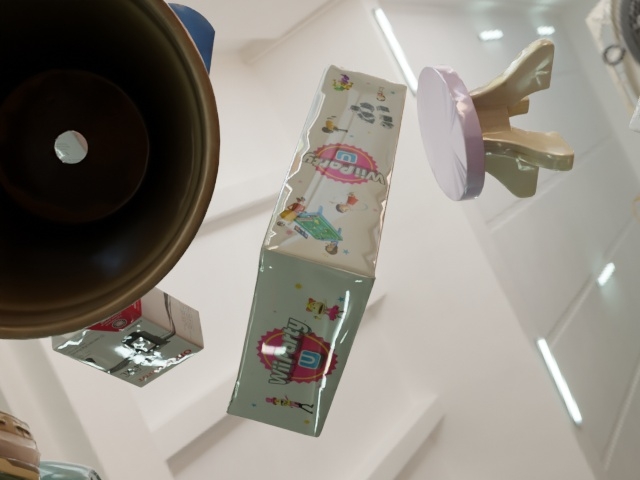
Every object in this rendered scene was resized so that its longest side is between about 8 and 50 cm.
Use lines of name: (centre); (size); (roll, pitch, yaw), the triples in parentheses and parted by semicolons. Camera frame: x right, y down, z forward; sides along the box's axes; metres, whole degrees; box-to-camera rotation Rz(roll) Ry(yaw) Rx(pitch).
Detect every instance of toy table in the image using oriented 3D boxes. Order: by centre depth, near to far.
toy table: (0.253, -0.172, 1.126); (0.252, 0.160, 0.274); (88, 174, -47)

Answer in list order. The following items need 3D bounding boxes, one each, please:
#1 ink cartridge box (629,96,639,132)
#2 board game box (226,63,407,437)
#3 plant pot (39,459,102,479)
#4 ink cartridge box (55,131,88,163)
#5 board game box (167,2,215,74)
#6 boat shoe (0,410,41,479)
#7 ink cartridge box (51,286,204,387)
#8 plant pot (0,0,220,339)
ink cartridge box: (0.469, -0.174, 0.748); (0.197, 0.198, 0.270); (17, -169, 4)
board game box: (0.000, 0.000, 0.747); (0.097, 0.224, 0.303); (16, -138, 0)
plant pot: (-0.457, 0.491, 1.280); (0.290, 0.195, 0.290); (61, 168, 22)
ink cartridge box: (-0.440, -0.262, 1.543); (0.385, 0.091, 0.308); (69, -155, -57)
board game box: (-0.240, -0.298, 1.231); (0.033, 0.133, 0.169); (-53, -29, -85)
boat shoe: (-0.505, 0.266, 1.033); (0.302, 0.113, 0.103); (58, -169, -51)
ink cartridge box: (-0.229, 0.108, 0.910); (0.150, 0.109, 0.063); (40, -157, -47)
plant pot: (-0.257, -0.092, 0.714); (0.323, 0.323, 0.280); (59, 176, -8)
